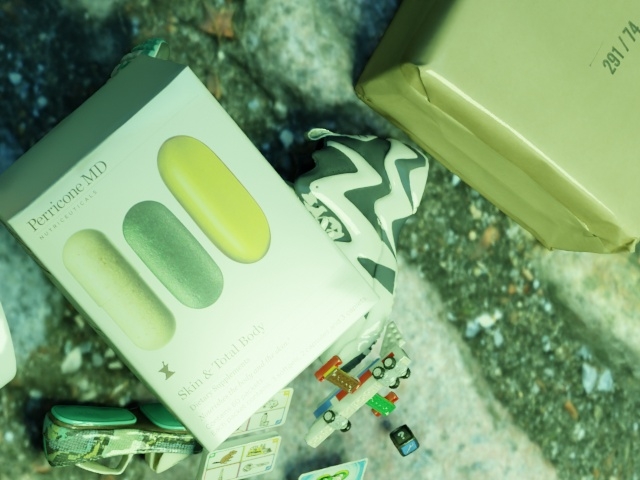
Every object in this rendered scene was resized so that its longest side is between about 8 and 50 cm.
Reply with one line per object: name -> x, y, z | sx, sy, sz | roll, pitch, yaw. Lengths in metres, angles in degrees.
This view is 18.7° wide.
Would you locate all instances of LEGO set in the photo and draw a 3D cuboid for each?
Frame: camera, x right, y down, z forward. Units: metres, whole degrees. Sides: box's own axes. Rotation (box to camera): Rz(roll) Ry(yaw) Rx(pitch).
LEGO set -> -0.009, 0.176, 1.822 | 0.244, 0.060, 0.182 | -11, 136, -27

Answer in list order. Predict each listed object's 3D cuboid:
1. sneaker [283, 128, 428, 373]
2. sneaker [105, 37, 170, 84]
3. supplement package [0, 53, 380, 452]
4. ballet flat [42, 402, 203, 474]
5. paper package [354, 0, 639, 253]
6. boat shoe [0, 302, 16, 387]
sneaker -> 0.000, 0.000, 1.858 | 0.153, 0.094, 0.235 | 20, 86, -16
sneaker -> -0.168, -0.105, 1.796 | 0.076, 0.065, 0.166 | 25, 84, -30
supplement package -> -0.126, 0.004, 1.673 | 0.199, 0.198, 0.262 | -42, 107, -7
ballet flat -> -0.167, 0.183, 1.778 | 0.188, 0.070, 0.070 | 3, 85, -25
paper package -> 0.240, -0.202, 1.952 | 0.309, 0.168, 0.325 | 37, 72, -21
boat shoe -> -0.398, -0.014, 1.624 | 0.156, 0.136, 0.367 | -29, 97, -26
